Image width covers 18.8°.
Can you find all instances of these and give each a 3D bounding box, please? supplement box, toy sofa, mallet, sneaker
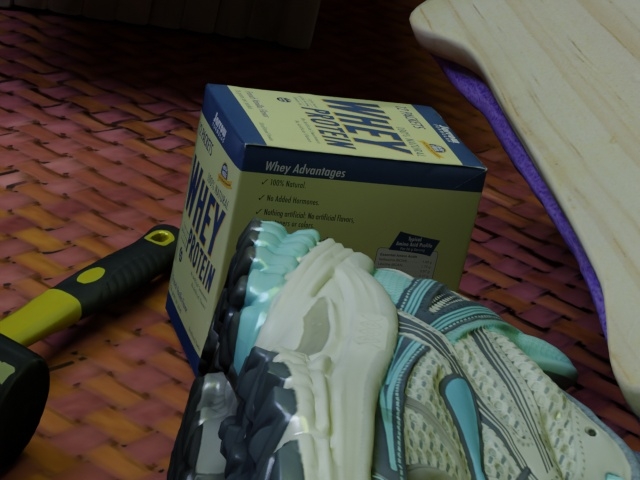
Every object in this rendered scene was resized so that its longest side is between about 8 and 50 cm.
[{"bbox_3d":[0.000,0.000,0.636,0.083,0.083,0.056,5,23,-19],"label":"supplement box"},{"bbox_3d":[0.162,-0.003,0.640,0.177,0.150,0.362,-25,25,3],"label":"toy sofa"},{"bbox_3d":[-0.094,0.019,0.612,0.062,0.039,0.189,19,18,7],"label":"mallet"},{"bbox_3d":[0.030,0.073,0.447,0.122,0.110,0.283,13,22,-7],"label":"sneaker"}]

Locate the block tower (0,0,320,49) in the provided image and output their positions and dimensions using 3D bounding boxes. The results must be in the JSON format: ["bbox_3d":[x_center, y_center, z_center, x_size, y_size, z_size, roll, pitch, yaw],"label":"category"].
[{"bbox_3d":[-0.164,-0.172,0.961,0.335,0.091,0.097,8,23,-13],"label":"block tower"}]
